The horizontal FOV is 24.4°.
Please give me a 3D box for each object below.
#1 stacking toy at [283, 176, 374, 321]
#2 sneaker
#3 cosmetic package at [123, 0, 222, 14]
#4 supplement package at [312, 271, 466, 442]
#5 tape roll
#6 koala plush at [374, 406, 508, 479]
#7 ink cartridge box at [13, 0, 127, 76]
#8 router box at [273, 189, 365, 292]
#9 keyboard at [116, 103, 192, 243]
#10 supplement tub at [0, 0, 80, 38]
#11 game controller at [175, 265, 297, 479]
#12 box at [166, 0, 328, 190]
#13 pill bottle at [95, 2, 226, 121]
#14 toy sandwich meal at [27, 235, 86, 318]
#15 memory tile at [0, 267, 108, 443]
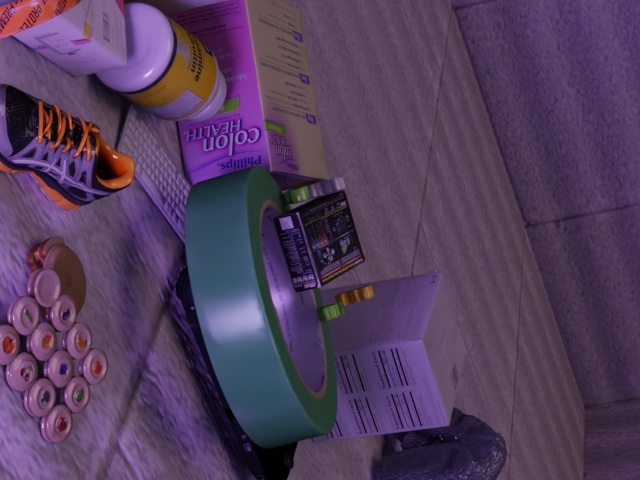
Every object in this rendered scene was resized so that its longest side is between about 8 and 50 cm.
[{"bbox_3d":[0.014,0.008,1.869,0.221,0.052,0.167,-20,94,-80],"label":"stacking toy"},{"bbox_3d":[-0.259,-0.098,1.444,0.215,0.083,0.084,38,46,-61],"label":"sneaker"},{"bbox_3d":[-0.203,-0.461,1.685,0.197,0.155,0.365,33,51,-63],"label":"cosmetic package"},{"bbox_3d":[0.082,0.165,2.105,0.194,0.203,0.149,-64,141,-59],"label":"supplement package"},{"bbox_3d":[-0.064,0.077,1.714,0.321,0.077,0.321,-15,90,-80],"label":"tape roll"},{"bbox_3d":[0.205,0.402,2.396,0.196,0.203,0.221,-72,159,-53],"label":"koala plush"},{"bbox_3d":[-0.272,-0.256,1.510,0.198,0.067,0.115,35,47,-66],"label":"ink cartridge box"},{"bbox_3d":[0.000,0.000,1.736,0.122,0.038,0.092,-27,101,-58],"label":"router box"},{"bbox_3d":[-0.176,-0.055,1.765,0.256,0.014,0.072,58,29,-47],"label":"keyboard"},{"bbox_3d":[-0.318,-0.326,1.219,0.193,0.194,0.316,-62,138,-61],"label":"supplement tub"},{"bbox_3d":[-0.091,0.143,1.816,0.166,0.067,0.319,-61,138,-53],"label":"game controller"},{"bbox_3d":[-0.095,-0.189,1.910,0.213,0.117,0.243,2,77,-71],"label":"box"},{"bbox_3d":[-0.178,-0.196,1.693,0.184,0.103,0.103,28,54,-66],"label":"pill bottle"},{"bbox_3d":[-0.260,0.040,1.454,0.085,0.029,0.085,-7,90,-71],"label":"toy sandwich meal"},{"bbox_3d":[-0.255,0.109,1.406,0.113,0.012,0.148,-61,139,-39],"label":"memory tile"}]
